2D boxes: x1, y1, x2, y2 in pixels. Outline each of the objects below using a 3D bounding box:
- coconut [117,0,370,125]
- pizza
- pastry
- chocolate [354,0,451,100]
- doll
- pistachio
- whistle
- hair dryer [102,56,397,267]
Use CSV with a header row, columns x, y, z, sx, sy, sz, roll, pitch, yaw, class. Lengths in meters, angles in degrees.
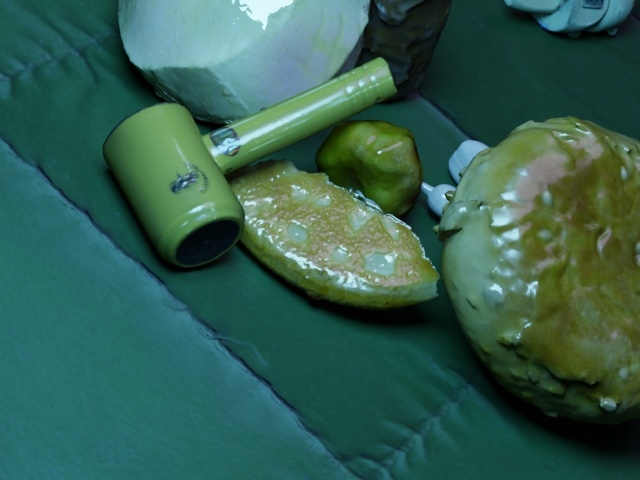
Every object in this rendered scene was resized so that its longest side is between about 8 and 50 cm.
x,y,z,sx,sy,sz,roll,pitch,yaw,class
-0.081,-0.246,1.458,0.259,0.259,0.259,18,42,-17,coconut
0.000,0.001,1.383,0.246,0.058,0.127,21,57,2,pizza
0.243,0.033,1.401,0.316,0.184,0.284,34,67,-15,pastry
0.058,-0.254,1.587,0.093,0.214,0.148,-19,63,-25,chocolate
0.179,-0.038,1.548,0.161,0.059,0.160,-2,52,-34,doll
0.050,-0.072,1.452,0.110,0.100,0.189,16,6,3,pistachio
0.332,-0.323,1.909,0.244,0.110,0.092,-5,21,-36,whistle
-0.049,-0.089,1.344,0.279,0.090,0.135,-26,62,-12,hair dryer
